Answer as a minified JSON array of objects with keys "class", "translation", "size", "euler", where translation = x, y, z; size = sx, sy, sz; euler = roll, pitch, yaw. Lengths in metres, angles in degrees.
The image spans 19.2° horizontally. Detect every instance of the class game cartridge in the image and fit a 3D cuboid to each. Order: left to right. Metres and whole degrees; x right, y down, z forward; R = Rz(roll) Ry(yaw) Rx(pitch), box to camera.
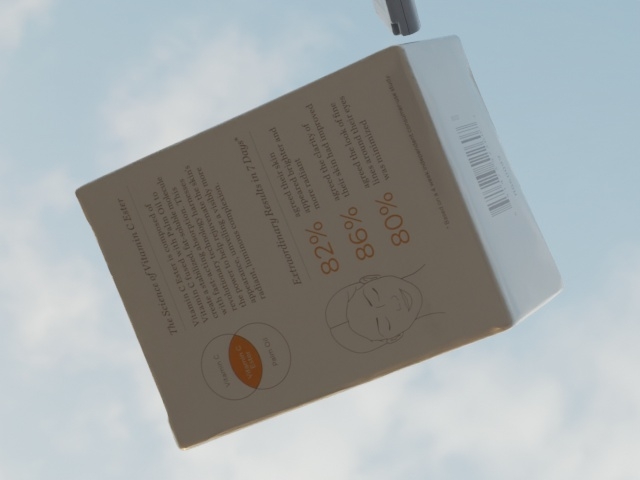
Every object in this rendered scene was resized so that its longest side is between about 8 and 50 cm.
[{"class":"game cartridge","translation":[0.030,-0.129,0.892],"size":[0.017,0.083,0.056],"euler":[-20,-73,0]}]

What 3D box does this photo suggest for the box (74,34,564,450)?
[{"class":"box","translation":[0.000,0.000,0.851],"size":[0.170,0.091,0.130],"euler":[-22,-89,23]}]
